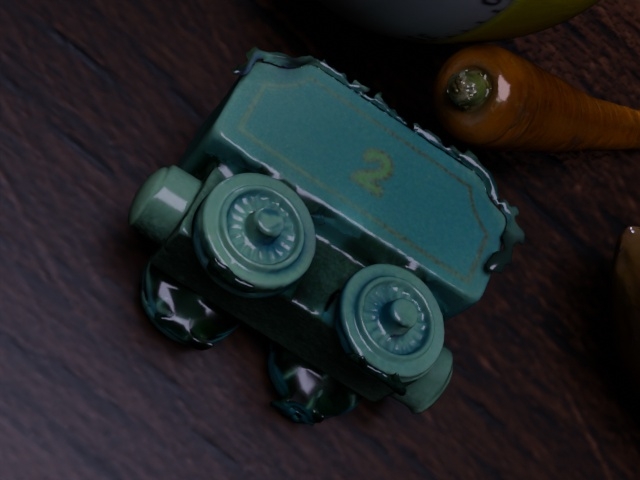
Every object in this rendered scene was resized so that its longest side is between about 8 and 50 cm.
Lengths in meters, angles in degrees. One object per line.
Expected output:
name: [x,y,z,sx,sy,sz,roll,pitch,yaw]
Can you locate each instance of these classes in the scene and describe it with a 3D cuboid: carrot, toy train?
carrot: [0.151,-0.081,0.776,0.257,0.061,0.061,3,71,-50]
toy train: [0.000,0.000,0.683,0.203,0.112,0.163,34,56,-13]

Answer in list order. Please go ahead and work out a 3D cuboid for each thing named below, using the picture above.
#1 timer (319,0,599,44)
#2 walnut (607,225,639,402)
timer: [0.122,-0.247,0.733,0.285,0.285,0.285,7,72,-21]
walnut: [0.274,0.084,0.758,0.245,0.137,0.137,45,63,4]
